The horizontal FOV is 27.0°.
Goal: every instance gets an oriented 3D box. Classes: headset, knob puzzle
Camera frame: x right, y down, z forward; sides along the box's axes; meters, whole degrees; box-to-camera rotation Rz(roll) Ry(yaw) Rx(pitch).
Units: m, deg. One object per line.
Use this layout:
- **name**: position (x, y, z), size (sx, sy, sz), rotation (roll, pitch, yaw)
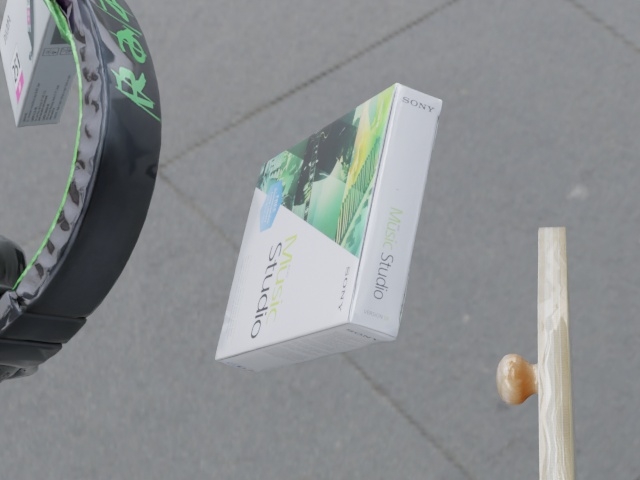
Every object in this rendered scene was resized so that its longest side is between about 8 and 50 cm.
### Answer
- **headset**: position (-0.264, -0.005, 0.714), size (0.185, 0.394, 0.243), rotation (15, 39, -57)
- **knob puzzle**: position (0.076, 0.091, 0.469), size (0.030, 0.213, 0.213), rotation (-2, 50, 11)

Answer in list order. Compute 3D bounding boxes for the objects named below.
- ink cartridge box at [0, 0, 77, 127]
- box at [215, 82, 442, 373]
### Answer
- **ink cartridge box**: position (-0.323, -0.298, 1.518), size (0.060, 0.275, 0.238), rotation (-8, 69, -24)
- **box**: position (0.000, 0.000, 1.308), size (0.059, 0.322, 0.232), rotation (19, 71, -22)
